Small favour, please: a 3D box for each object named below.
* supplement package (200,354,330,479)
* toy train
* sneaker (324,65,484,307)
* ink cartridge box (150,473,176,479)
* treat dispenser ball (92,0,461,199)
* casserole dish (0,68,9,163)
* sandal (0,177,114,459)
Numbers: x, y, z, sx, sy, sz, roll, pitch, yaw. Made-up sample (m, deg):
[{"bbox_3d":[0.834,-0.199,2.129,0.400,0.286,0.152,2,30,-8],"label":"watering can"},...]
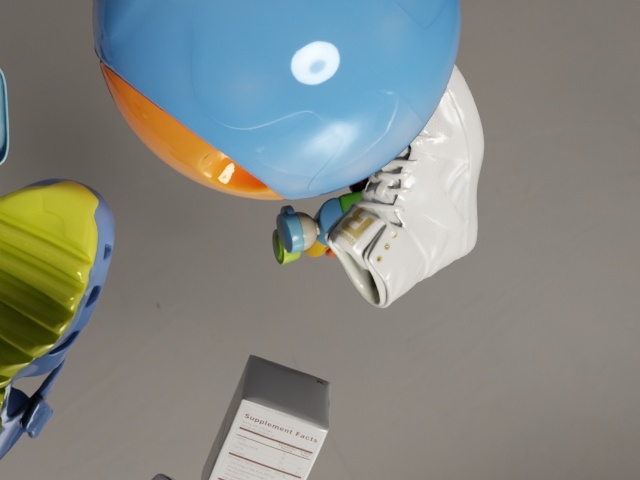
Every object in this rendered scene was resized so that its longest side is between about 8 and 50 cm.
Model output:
[{"bbox_3d":[-0.067,0.242,1.374,0.105,0.105,0.179,20,113,-6],"label":"supplement package"},{"bbox_3d":[0.000,0.000,1.583,0.143,0.248,0.105,-12,78,-16],"label":"toy train"},{"bbox_3d":[0.082,-0.055,1.272,0.169,0.293,0.108,-36,45,-27],"label":"sneaker"},{"bbox_3d":[-0.143,0.306,0.721,0.117,0.283,0.207,34,38,9],"label":"ink cartridge box"},{"bbox_3d":[-0.034,-0.174,0.942,0.288,0.288,0.288,-1,67,1],"label":"treat dispenser ball"},{"bbox_3d":[-0.549,-0.198,1.906,0.114,0.037,0.188,-2,93,2],"label":"casserole dish"},{"bbox_3d":[-0.256,0.078,0.998,0.126,0.138,0.317,39,115,11],"label":"sandal"}]
